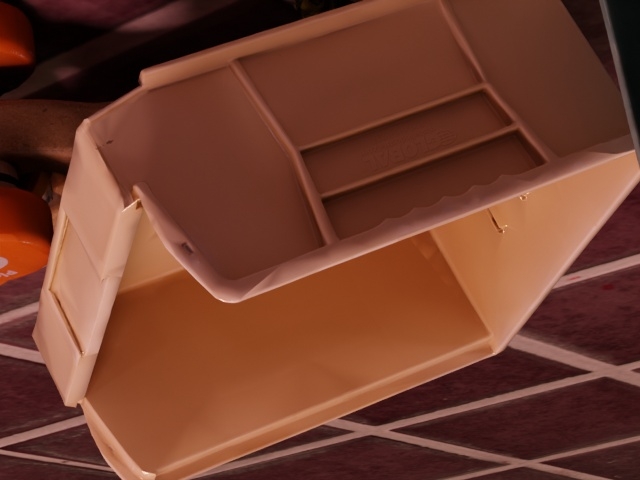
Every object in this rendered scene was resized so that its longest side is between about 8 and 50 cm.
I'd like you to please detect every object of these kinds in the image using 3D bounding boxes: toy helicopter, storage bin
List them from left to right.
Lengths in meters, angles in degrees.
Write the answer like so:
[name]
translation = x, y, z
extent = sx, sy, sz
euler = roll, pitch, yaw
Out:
[toy helicopter]
translation = -0.118, -0.027, 1.069
extent = 0.355, 0.140, 0.235
euler = 0, 161, -27
[storage bin]
translation = 0.000, 0.000, 0.914
extent = 0.260, 0.123, 0.262
euler = -20, 161, -23

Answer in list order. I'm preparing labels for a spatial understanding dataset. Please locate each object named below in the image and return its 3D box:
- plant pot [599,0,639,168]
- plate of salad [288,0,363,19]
[plant pot]
translation = 0.261, -0.122, 0.846
extent = 0.165, 0.166, 0.234
euler = -19, 168, 36
[plate of salad]
translation = 0.039, -0.151, 0.871
extent = 0.200, 0.048, 0.200
euler = -5, 161, -2
